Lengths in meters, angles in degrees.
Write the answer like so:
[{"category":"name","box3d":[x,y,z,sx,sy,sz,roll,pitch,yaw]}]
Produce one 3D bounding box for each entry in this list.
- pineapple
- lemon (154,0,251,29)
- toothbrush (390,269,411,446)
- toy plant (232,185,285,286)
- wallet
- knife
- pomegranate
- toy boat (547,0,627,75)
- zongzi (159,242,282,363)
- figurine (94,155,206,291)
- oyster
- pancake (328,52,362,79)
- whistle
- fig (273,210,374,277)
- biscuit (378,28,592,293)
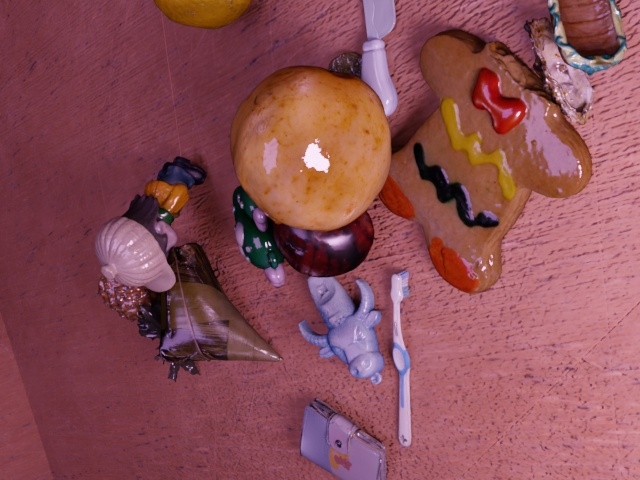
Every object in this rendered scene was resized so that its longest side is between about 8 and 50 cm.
[{"category":"pineapple","box3d":[-0.433,0.206,2.325,0.364,0.165,0.165,45,133,16]},{"category":"lemon","box3d":[-0.238,-0.532,1.785,0.260,0.204,0.204,0,104,34]},{"category":"toothbrush","box3d":[0.160,0.243,1.746,0.040,0.040,0.386,15,115,44]},{"category":"toy plant","box3d":[-0.128,-0.019,1.885,0.243,0.113,0.232,-131,23,-70]},{"category":"wallet","box3d":[0.054,0.454,1.921,0.231,0.069,0.170,25,126,34]},{"category":"knife","box3d":[0.104,-0.389,1.588,0.080,0.044,0.331,6,104,43]},{"category":"pomegranate","box3d":[-0.011,-0.166,1.536,0.307,0.307,0.307,19,117,43]},{"category":"toy boat","box3d":[0.368,-0.381,1.247,0.099,0.108,0.293,-169,71,-80]},{"category":"zongzi","box3d":[-0.236,0.150,2.120,0.318,0.154,0.289,0,89,16]},{"category":"figurine","box3d":[-0.404,-0.048,2.045,0.185,0.204,0.332,-18,56,52]},{"category":"oyster","box3d":[0.353,-0.252,1.311,0.056,0.105,0.177,-30,103,36]},{"category":"pancake","box3d":[0.054,-0.312,1.678,0.108,0.017,0.108,17,116,40]},{"category":"whistle","box3d":[0.053,0.177,1.801,0.180,0.093,0.269,-40,72,22]},{"category":"fig","box3d":[-0.007,0.005,1.746,0.204,0.186,0.249,35,138,12]},{"category":"biscuit","box3d":[0.241,-0.139,1.493,0.368,0.076,0.394,53,136,20]}]
